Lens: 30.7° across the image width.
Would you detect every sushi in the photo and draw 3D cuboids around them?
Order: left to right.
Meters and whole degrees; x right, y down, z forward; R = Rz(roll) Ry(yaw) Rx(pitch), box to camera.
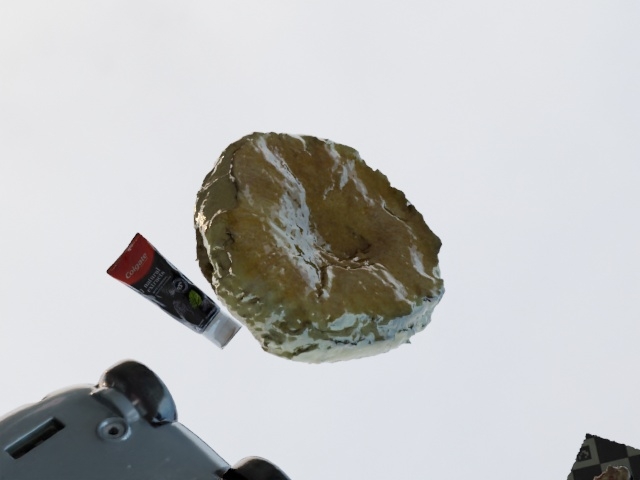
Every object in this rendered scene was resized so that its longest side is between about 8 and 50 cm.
[{"bbox_3d":[0.263,0.233,1.011,0.126,0.026,0.120,16,-111,35],"label":"sushi"}]

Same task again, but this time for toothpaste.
[{"bbox_3d":[-0.197,0.076,1.583,0.193,0.045,0.071,39,-98,1],"label":"toothpaste"}]

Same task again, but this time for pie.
[{"bbox_3d":[0.000,0.000,1.393,0.083,0.339,0.339,124,-22,-44],"label":"pie"}]

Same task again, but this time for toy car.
[{"bbox_3d":[-0.133,0.233,0.777,0.270,0.212,0.180,30,-135,30],"label":"toy car"}]
